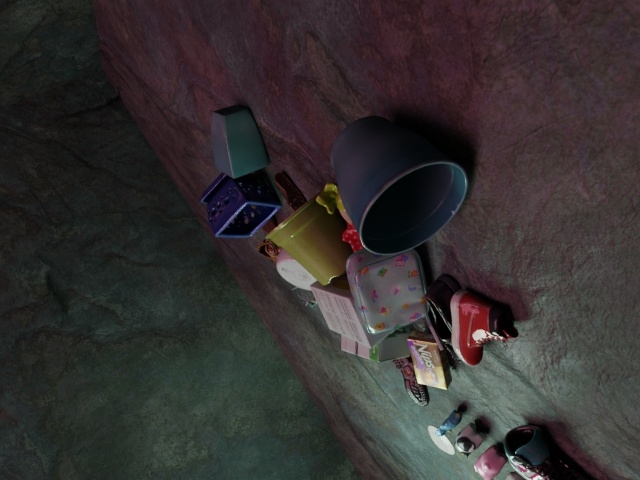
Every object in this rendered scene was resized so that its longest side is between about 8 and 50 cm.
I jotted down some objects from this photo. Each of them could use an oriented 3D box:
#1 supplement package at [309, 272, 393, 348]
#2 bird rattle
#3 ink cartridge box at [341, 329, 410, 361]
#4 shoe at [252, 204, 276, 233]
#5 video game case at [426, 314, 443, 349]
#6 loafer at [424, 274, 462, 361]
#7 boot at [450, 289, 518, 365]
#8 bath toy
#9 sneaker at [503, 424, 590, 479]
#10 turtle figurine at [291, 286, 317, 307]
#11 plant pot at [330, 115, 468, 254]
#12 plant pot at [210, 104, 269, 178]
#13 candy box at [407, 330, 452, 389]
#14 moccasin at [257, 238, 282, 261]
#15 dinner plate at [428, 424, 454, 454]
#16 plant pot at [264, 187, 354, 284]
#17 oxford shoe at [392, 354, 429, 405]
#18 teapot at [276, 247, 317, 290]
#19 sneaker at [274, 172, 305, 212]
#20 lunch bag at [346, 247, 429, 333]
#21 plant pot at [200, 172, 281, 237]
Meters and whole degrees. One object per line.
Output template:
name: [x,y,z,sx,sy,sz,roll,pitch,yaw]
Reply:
supplement package: [0.137,0.205,1.670,0.263,0.199,0.198,9,127,61]
bird rattle: [0.113,-0.082,1.459,0.207,0.143,0.253,-17,109,49]
ink cartridge box: [0.192,0.358,1.720,0.208,0.153,0.086,2,92,53]
shoe: [-0.252,-0.125,2.217,0.077,0.058,0.219,-3,127,29]
video game case: [0.348,0.274,1.498,0.087,0.011,0.122,62,-170,-12]
loafer: [0.362,0.242,1.405,0.109,0.095,0.302,23,140,53]
boot: [0.442,0.263,1.291,0.176,0.088,0.244,24,137,50]
bath toy: [0.550,0.738,1.628,0.348,0.129,0.151,42,-173,33]
sneaker: [0.624,0.612,1.338,0.296,0.124,0.178,17,144,58]
turtle figurine: [-0.019,0.208,2.093,0.234,0.118,0.175,11,146,40]
plant pot: [0.157,-0.151,1.136,0.271,0.272,0.255,88,158,-50]
plant pot: [-0.328,-0.395,1.891,0.166,0.166,0.234,30,137,47]
candy box: [0.360,0.391,1.594,0.109,0.053,0.186,2,119,38]
moccasin: [-0.174,0.045,2.150,0.380,0.147,0.139,19,137,55]
dinner plate: [0.491,0.823,1.994,0.141,0.017,0.141,45,156,27]
plant pot: [0.000,0.000,1.628,0.254,0.276,0.276,50,157,-3]
oxford shoe: [0.344,0.486,1.766,0.083,0.096,0.227,-27,81,33]
teapot: [-0.037,0.066,1.875,0.256,0.187,0.252,-16,132,45]
sneaker: [-0.113,-0.178,1.876,0.188,0.066,0.071,59,174,9]
lunch bag: [0.205,0.136,1.432,0.108,0.224,0.279,-119,10,-56]
plant pot: [-0.348,-0.162,2.047,0.236,0.236,0.212,-42,70,25]
